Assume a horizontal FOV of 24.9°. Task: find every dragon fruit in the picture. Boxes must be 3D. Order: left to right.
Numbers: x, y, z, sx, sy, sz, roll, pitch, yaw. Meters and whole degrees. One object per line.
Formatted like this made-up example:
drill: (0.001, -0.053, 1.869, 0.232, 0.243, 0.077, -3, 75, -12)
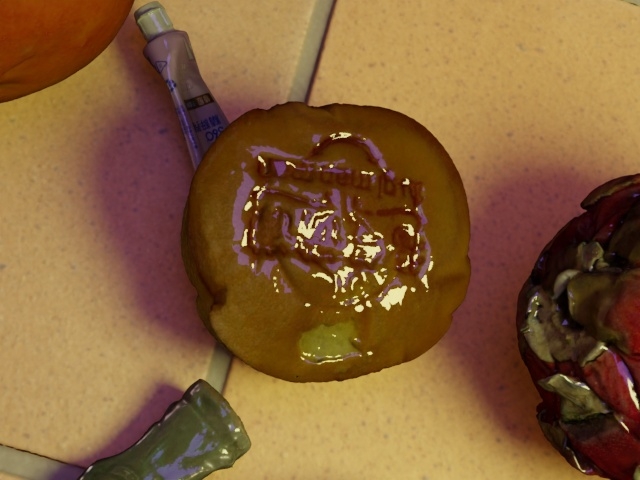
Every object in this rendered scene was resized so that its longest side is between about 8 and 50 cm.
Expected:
dragon fruit: (0.339, 0.082, 1.298, 0.329, 0.329, 0.329, 4, 71, -11)

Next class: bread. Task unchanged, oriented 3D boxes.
bread: (0.000, 0.000, 1.319, 0.269, 0.148, 0.270, 1, 86, -15)

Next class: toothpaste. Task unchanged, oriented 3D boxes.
toothpaste: (-0.102, -0.092, 1.399, 0.075, 0.048, 0.301, -25, 87, -39)

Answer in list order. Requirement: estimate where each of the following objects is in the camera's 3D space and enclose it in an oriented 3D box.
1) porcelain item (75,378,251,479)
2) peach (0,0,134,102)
porcelain item: (-0.164, 0.218, 1.272, 0.215, 0.069, 0.081, -38, 73, -20)
peach: (-0.312, -0.292, 1.273, 0.342, 0.301, 0.343, 27, 51, -40)
